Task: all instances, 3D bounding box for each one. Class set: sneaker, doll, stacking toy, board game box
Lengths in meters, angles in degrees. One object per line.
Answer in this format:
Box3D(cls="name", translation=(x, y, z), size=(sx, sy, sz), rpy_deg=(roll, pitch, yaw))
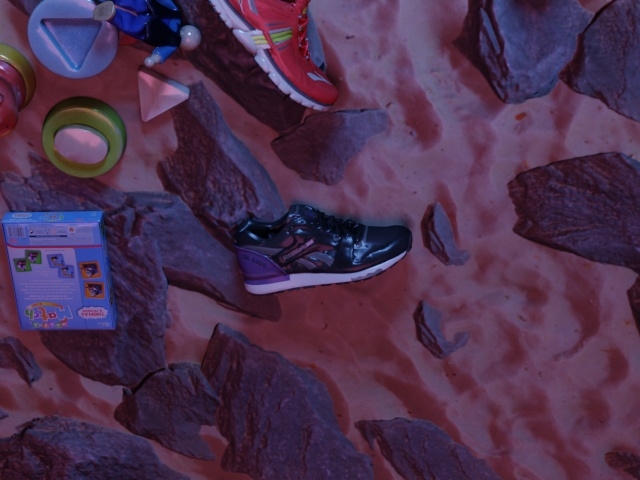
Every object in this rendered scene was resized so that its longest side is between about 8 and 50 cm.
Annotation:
Box3D(cls="sneaker", translation=(0.000, 0.000, 2.128), size=(0.283, 0.107, 0.124), rpy_deg=(-12, 114, 9))
Box3D(cls="sneaker", translation=(-0.052, -0.302, 1.946), size=(0.118, 0.107, 0.279), rpy_deg=(-37, 116, 11))
Box3D(cls="doll", translation=(-0.243, -0.309, 1.930), size=(0.046, 0.129, 0.189), rpy_deg=(-13, 162, 36))
Box3D(cls="stacking toy", translation=(-0.371, -0.213, 1.990), size=(0.309, 0.130, 0.279), rpy_deg=(-36, 114, 21))
Box3D(cls="board game box", translation=(-0.424, 0.052, 2.205), size=(0.160, 0.039, 0.212), rpy_deg=(-1, 121, 2))
